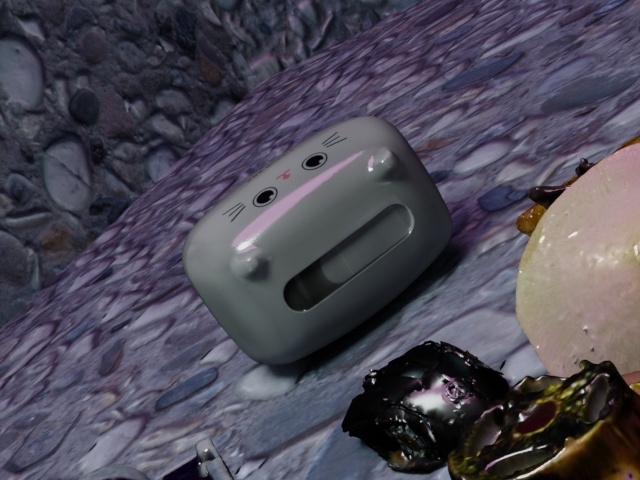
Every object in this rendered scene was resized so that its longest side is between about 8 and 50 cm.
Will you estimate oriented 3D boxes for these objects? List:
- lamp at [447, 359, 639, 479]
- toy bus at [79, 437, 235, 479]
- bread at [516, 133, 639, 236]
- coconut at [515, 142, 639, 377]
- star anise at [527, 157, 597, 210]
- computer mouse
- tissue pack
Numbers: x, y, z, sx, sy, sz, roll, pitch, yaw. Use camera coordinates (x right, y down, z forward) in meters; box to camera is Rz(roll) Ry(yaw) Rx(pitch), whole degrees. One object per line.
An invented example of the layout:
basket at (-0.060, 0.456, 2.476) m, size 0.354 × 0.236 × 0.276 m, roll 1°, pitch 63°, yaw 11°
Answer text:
lamp at (0.177, 0.185, 0.736) m, size 0.305 × 0.240 × 0.305 m, roll -31°, pitch 16°, yaw 10°
toy bus at (-0.209, 0.365, 0.962) m, size 0.440 × 0.249 × 0.209 m, roll -30°, pitch 15°, yaw -9°
bread at (0.331, -0.057, 1.480) m, size 0.233 × 0.076 × 0.105 m, roll -36°, pitch 2°, yaw 17°
coconut at (0.266, 0.044, 0.950) m, size 0.233 × 0.233 × 0.245 m, roll -30°, pitch -21°, yaw 14°
star anise at (0.346, -0.020, 1.318) m, size 0.271 × 0.103 × 0.272 m, roll -6°, pitch 23°, yaw 3°
computer mouse at (0.098, 0.153, 1.313) m, size 0.146 × 0.078 × 0.241 m, roll -39°, pitch 16°, yaw -27°
tissue pack at (0.000, 0.000, 1.683) m, size 0.333 × 0.229 × 0.236 m, roll -37°, pitch 15°, yaw -9°
